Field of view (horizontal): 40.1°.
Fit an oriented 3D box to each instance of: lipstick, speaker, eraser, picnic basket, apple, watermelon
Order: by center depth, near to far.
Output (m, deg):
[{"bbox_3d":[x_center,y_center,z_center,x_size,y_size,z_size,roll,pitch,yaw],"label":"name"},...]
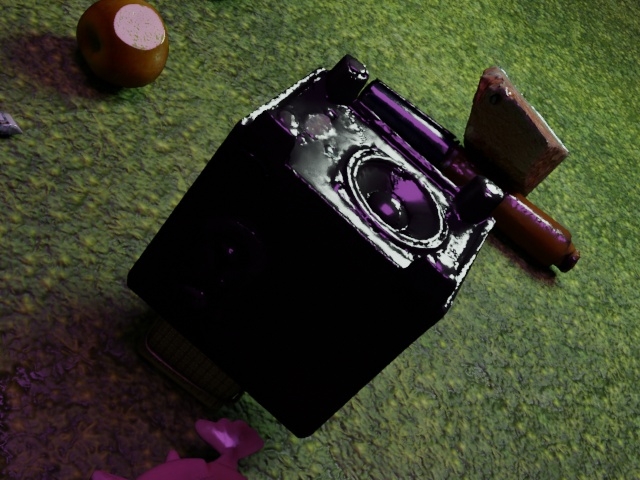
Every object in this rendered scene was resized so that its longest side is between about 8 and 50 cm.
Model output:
[{"bbox_3d":[-0.001,0.008,0.800,0.232,0.254,0.184,42,37,-1],"label":"speaker"},{"bbox_3d":[-0.100,0.081,0.914,0.115,0.079,0.164,37,40,-5],"label":"picnic basket"},{"bbox_3d":[-0.367,-0.123,0.935,0.099,0.019,0.027,-9,46,-43],"label":"eraser"},{"bbox_3d":[-0.245,-0.243,1.083,0.102,0.099,0.114,-7,84,-35],"label":"apple"},{"bbox_3d":[0.285,-0.160,1.320,0.193,0.140,0.257,44,11,1],"label":"watermelon"},{"bbox_3d":[0.225,-0.094,1.335,0.418,0.077,0.077,38,40,-5],"label":"lipstick"}]

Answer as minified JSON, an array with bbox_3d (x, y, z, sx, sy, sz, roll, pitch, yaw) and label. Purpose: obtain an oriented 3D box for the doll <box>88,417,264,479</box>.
[{"bbox_3d":[-0.106,0.260,0.737,0.211,0.093,0.262,25,43,-14],"label":"doll"}]
